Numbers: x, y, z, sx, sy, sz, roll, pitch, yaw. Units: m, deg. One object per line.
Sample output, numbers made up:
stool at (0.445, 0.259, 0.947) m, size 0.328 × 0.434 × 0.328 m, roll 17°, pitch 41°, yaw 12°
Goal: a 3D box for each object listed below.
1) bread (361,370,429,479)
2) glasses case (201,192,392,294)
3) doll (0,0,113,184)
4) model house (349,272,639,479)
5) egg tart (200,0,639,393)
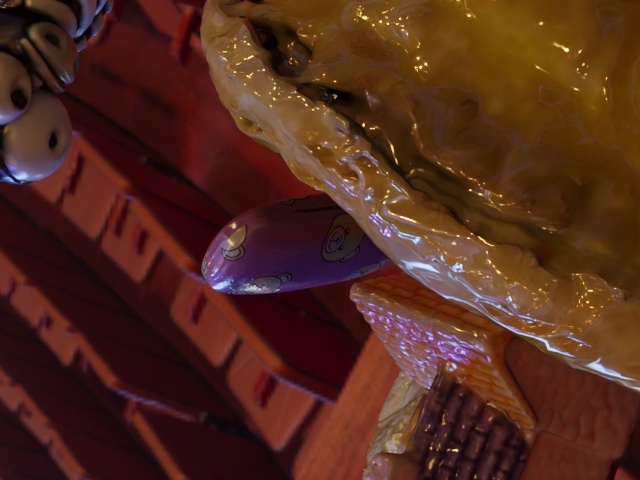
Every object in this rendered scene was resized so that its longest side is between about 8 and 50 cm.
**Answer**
bread at (0.222, 0.270, 1.523) m, size 0.225 × 0.279 × 0.250 m, roll 113°, pitch -177°, yaw -47°
glasses case at (0.000, 0.000, 1.340) m, size 0.076 × 0.316 × 0.123 m, roll 55°, pitch 131°, yaw 26°
doll at (-0.150, -0.100, 0.571) m, size 0.067 × 0.091 × 0.219 m, roll 11°, pitch 66°, yaw 21°
model house at (0.135, 0.141, 1.024) m, size 0.202 × 0.237 × 0.237 m, roll 26°, pitch 93°, yaw 52°
egg tart at (0.136, -0.076, 0.550) m, size 0.388 × 0.388 × 0.169 m, roll 50°, pitch 128°, yaw 46°
